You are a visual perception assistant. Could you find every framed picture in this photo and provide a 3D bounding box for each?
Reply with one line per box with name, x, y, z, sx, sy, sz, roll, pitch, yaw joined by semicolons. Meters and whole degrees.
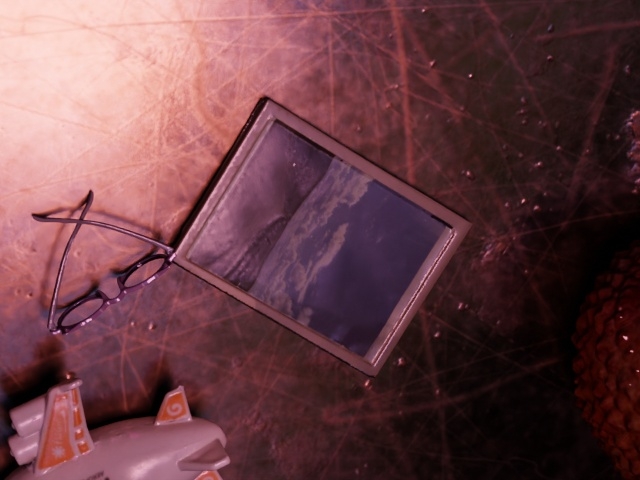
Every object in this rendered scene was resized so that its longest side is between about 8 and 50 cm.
framed picture;0.000;0.000;1.807;0.260;0.023;0.189;31;94;-22

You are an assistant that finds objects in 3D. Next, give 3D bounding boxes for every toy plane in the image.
toy plane;-0.204;0.237;1.770;0.245;0.117;0.244;-6;110;-16

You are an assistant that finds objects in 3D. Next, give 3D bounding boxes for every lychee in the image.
lychee;0.376;0.115;1.825;0.264;0.264;0.300;12;115;-20

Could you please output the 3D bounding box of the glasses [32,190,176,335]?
glasses;-0.217;0.012;1.723;0.140;0.062;0.104;-31;112;-6
